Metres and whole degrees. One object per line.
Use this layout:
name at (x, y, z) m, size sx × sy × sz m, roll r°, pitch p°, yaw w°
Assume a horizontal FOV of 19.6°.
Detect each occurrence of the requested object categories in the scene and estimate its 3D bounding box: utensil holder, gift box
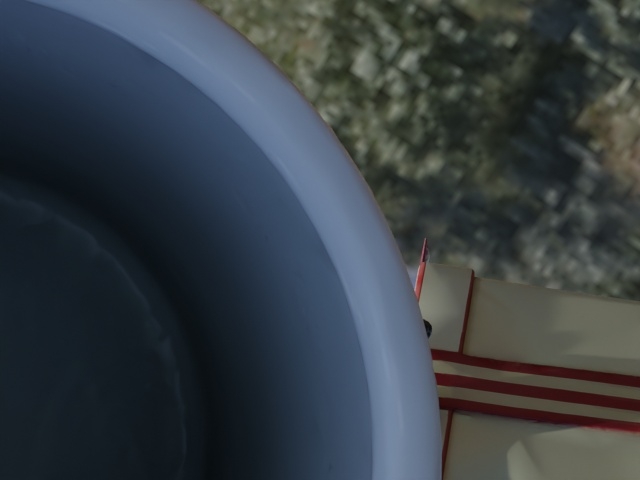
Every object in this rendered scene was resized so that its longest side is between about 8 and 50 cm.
utensil holder at (-0.156, 0.078, 0.733) m, size 0.328 × 0.327 × 0.385 m, roll 30°, pitch 170°, yaw -7°
gift box at (0.157, 0.163, 1.575) m, size 0.258 × 0.276 × 0.255 m, roll 8°, pitch -131°, yaw 6°

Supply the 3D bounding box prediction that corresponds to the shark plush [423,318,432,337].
shark plush at (0.006, 0.079, 1.157) m, size 0.073 × 0.161 × 0.067 m, roll 18°, pitch -166°, yaw -29°
